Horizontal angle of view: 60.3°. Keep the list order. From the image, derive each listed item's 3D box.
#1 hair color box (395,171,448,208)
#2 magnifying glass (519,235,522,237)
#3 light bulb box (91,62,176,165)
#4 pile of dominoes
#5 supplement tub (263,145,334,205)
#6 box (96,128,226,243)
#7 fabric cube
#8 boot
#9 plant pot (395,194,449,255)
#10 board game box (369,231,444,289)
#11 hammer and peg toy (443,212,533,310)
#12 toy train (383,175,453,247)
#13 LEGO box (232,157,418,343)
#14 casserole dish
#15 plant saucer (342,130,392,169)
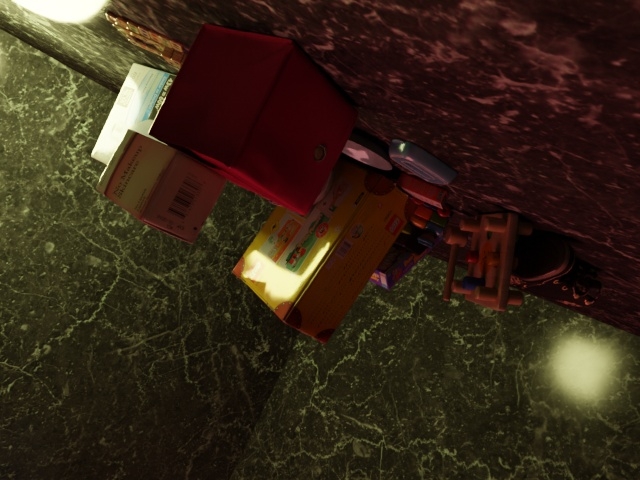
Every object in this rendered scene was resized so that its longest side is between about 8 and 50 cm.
[{"bbox_3d":[0.290,-0.142,1.571,0.141,0.043,0.072,27,179,19],"label":"hair color box"},{"bbox_3d":[0.608,0.005,1.716,0.092,0.026,0.231,26,180,-8],"label":"magnifying glass"},{"bbox_3d":[-0.500,-0.344,1.811,0.361,0.358,0.225,24,180,33],"label":"light bulb box"},{"bbox_3d":[-0.434,-0.497,1.427,0.251,0.040,0.196,25,179,10],"label":"pile of dominoes"},{"bbox_3d":[-0.115,-0.229,1.517,0.241,0.241,0.331,25,178,26],"label":"supplement tub"},{"bbox_3d":[-0.321,-0.112,1.097,0.232,0.149,0.127,26,177,44],"label":"box"},{"bbox_3d":[-0.126,-0.239,1.106,0.259,0.254,0.258,26,177,34],"label":"fabric cube"},{"bbox_3d":[0.671,0.092,1.563,0.284,0.138,0.377,17,165,-9],"label":"boot"},{"bbox_3d":[0.314,-0.054,1.961,0.188,0.167,0.187,24,178,38],"label":"plant pot"},{"bbox_3d":[0.275,0.018,2.110,0.233,0.347,0.078,24,142,40],"label":"board game box"},{"bbox_3d":[0.460,0.058,1.562,0.127,0.266,0.361,7,179,-5],"label":"hammer and peg toy"},{"bbox_3d":[0.281,-0.086,1.749,0.248,0.143,0.105,26,178,1],"label":"toy train"},{"bbox_3d":[0.000,0.000,1.701,0.193,0.500,0.372,34,180,-38],"label":"LEGO box"},{"bbox_3d":[0.236,-0.179,1.290,0.188,0.037,0.114,27,178,-29],"label":"casserole dish"},{"bbox_3d":[0.103,-0.239,1.407,0.195,0.037,0.195,26,178,1],"label":"plant saucer"}]
